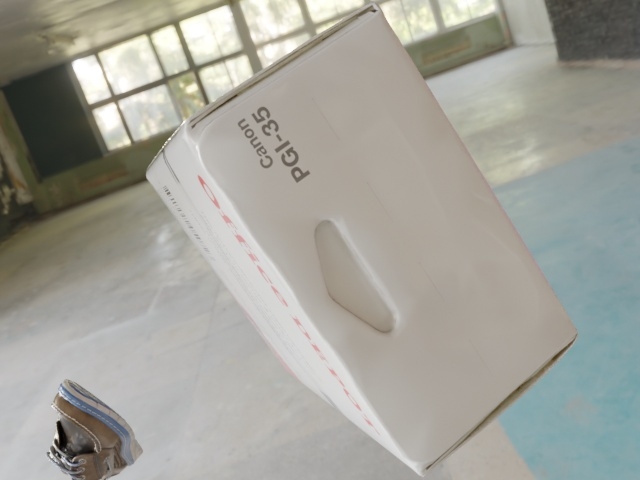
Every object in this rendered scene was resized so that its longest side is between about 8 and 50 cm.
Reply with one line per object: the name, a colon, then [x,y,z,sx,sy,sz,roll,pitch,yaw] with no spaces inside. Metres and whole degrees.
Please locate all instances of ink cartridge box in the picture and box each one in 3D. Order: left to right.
ink cartridge box: [0.000,0.000,0.485,0.117,0.207,0.283,-36,10,-13]

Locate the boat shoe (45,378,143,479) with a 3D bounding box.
boat shoe: [-0.213,0.190,0.701,0.066,0.183,0.066,30,64,20]
